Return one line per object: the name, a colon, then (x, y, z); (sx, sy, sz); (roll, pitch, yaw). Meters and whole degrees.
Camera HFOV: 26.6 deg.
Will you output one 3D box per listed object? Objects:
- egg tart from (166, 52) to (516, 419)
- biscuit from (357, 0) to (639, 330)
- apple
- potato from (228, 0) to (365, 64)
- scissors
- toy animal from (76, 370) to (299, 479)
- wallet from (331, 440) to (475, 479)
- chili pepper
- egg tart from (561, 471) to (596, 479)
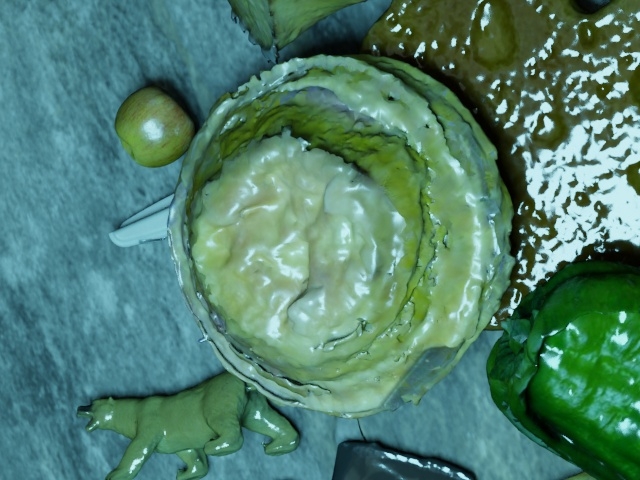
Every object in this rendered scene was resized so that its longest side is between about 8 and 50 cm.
egg tart: (0.000, 0.000, 1.221); (0.352, 0.150, 0.352); (3, 97, 24)
biscuit: (0.171, -0.105, 1.247); (0.359, 0.074, 0.381); (-2, 94, 19)
apple: (-0.167, -0.111, 1.352); (0.084, 0.084, 0.071); (44, 82, 10)
potato: (0.007, -0.332, 1.206); (0.237, 0.301, 0.289); (-27, 63, -10)
scissors: (-0.106, -0.045, 1.366); (0.242, 0.030, 0.118); (-21, 87, 17)
toy animal: (-0.140, 0.188, 1.378); (0.218, 0.103, 0.101); (-20, 70, 21)
wallet: (0.056, 0.345, 1.340); (0.146, 0.030, 0.285); (14, 94, 15)
chili pepper: (0.326, 0.144, 1.160); (0.385, 0.167, 0.213); (25, 113, -3)
egg tart: (0.285, 0.350, 1.236); (0.290, 0.107, 0.291); (2, 96, 19)
